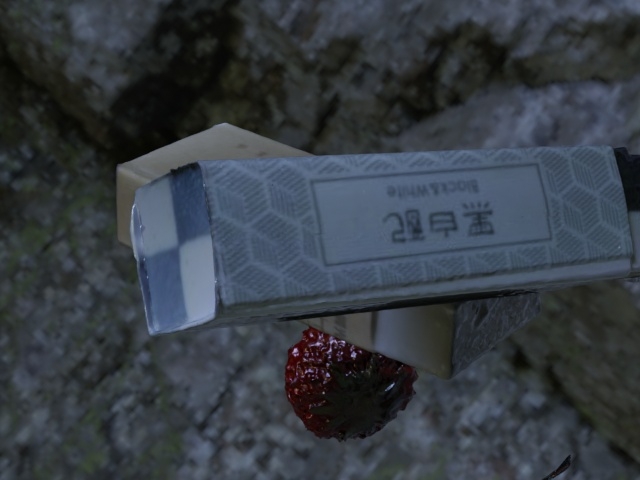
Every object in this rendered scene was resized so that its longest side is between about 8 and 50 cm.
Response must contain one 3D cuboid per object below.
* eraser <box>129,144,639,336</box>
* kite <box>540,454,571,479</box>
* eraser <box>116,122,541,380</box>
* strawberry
[{"bbox_3d":[0.081,-0.007,0.907,0.403,0.096,0.098,-5,-8,-34],"label":"eraser"},{"bbox_3d":[0.178,0.276,1.352,0.189,0.009,0.232,-24,-24,-37],"label":"kite"},{"bbox_3d":[0.000,0.000,1.119,0.144,0.343,0.078,-29,-50,-46],"label":"eraser"},{"bbox_3d":[0.032,0.141,1.421,0.145,0.086,0.145,-4,-59,-7],"label":"strawberry"}]
